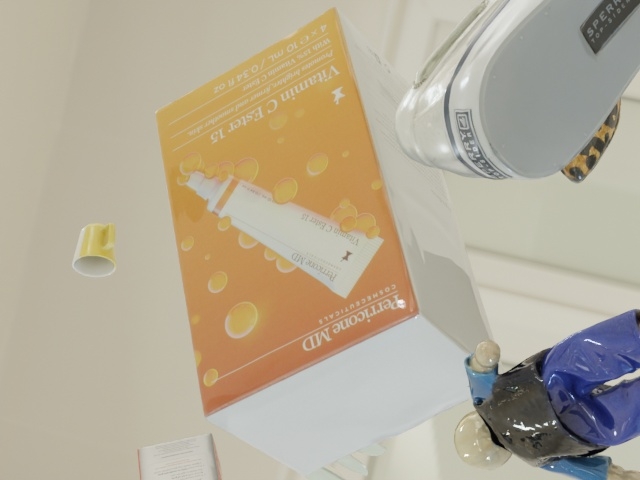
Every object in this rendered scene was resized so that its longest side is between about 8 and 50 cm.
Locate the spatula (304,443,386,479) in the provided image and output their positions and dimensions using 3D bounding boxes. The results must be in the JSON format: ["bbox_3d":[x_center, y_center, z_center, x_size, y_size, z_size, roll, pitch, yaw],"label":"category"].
[{"bbox_3d":[-0.041,0.242,1.830,0.019,0.242,0.168,-58,-6,-32],"label":"spatula"}]

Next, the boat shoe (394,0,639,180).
[{"bbox_3d":[0.180,-0.169,1.007,0.367,0.156,0.136,-47,-64,-24],"label":"boat shoe"}]

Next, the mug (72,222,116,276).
[{"bbox_3d":[-0.316,0.009,2.050,0.062,0.078,0.064,51,-148,-51],"label":"mug"}]

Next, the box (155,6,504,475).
[{"bbox_3d":[0.000,0.000,1.296,0.168,0.215,0.345,39,-150,-49],"label":"box"}]

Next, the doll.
[{"bbox_3d":[0.142,0.095,0.802,0.189,0.129,0.046,-33,16,47],"label":"doll"}]

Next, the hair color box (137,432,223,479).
[{"bbox_3d":[-0.117,0.240,1.244,0.141,0.072,0.043,-104,3,-49],"label":"hair color box"}]

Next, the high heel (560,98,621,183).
[{"bbox_3d":[0.220,-0.196,1.269,0.186,0.093,0.261,78,-167,-51],"label":"high heel"}]
